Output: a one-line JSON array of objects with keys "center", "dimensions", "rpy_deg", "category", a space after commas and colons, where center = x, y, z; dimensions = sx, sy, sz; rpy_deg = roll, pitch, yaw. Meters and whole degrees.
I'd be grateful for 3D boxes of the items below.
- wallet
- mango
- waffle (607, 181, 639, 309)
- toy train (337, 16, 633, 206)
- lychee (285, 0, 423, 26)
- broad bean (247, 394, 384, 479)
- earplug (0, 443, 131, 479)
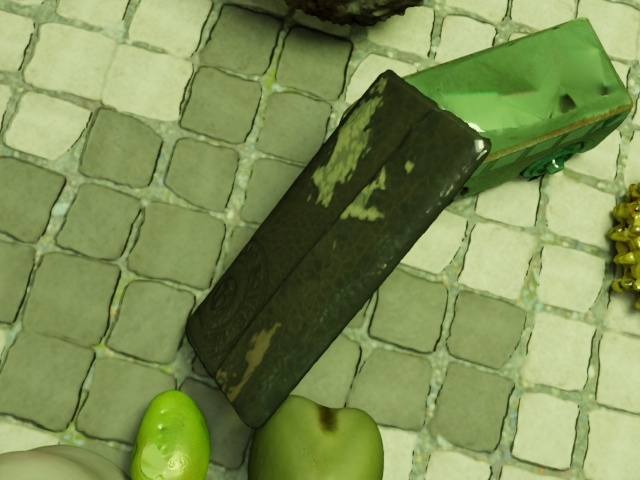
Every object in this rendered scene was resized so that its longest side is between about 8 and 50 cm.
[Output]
[{"center": [0.000, 0.000, 0.791], "dimensions": [0.044, 0.170, 0.321], "rpy_deg": [31, 100, -39], "category": "wallet"}, {"center": [-0.138, 0.192, 0.814], "dimensions": [0.073, 0.056, 0.108], "rpy_deg": [4, 67, -18], "category": "mango"}, {"center": [0.411, 0.010, 0.964], "dimensions": [0.193, 0.070, 0.197], "rpy_deg": [36, 67, 3], "category": "waffle"}, {"center": [0.163, -0.116, 0.914], "dimensions": [0.327, 0.159, 0.129], "rpy_deg": [-20, 75, -14], "category": "toy train"}, {"center": [0.030, -0.371, 0.899], "dimensions": [0.300, 0.300, 0.299], "rpy_deg": [3, 72, -9], "category": "lychee"}, {"center": [-0.009, 0.255, 0.748], "dimensions": [0.121, 0.189, 0.263], "rpy_deg": [8, 58, -4], "category": "broad bean"}, {"center": [-0.219, 0.230, 0.657], "dimensions": [0.172, 0.301, 0.172], "rpy_deg": [3, 73, -9], "category": "earplug"}]
